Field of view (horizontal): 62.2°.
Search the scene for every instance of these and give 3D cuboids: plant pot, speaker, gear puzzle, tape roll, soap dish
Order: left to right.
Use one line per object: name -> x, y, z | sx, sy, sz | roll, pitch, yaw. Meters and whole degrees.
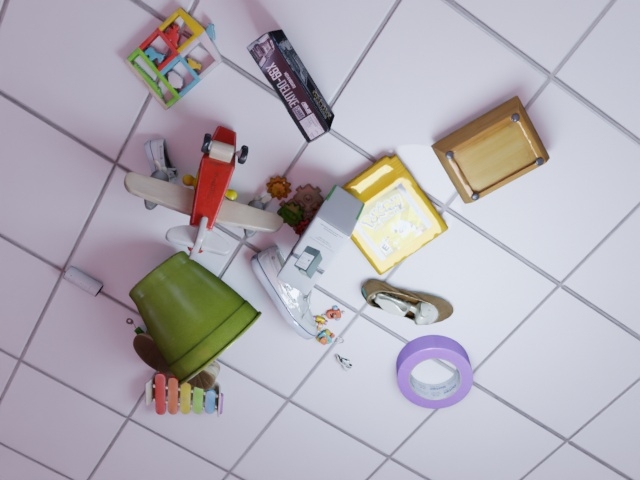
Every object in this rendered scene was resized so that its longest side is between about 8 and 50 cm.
speaker -> -0.879, 0.153, 1.970 | 0.136, 0.055, 0.055 | 33, 112, -9
plant pot -> -0.457, 0.240, 1.833 | 0.366, 0.366, 0.353 | -40, 93, 19
gear puzzle -> -0.046, -0.092, 1.789 | 0.175, 0.044, 0.339 | -40, 104, 19
tape roll -> 0.421, 0.489, 1.974 | 0.275, 0.090, 0.275 | 2, 113, 4
soap dish -> 0.522, -0.264, 1.620 | 0.291, 0.118, 0.229 | -29, 108, 18

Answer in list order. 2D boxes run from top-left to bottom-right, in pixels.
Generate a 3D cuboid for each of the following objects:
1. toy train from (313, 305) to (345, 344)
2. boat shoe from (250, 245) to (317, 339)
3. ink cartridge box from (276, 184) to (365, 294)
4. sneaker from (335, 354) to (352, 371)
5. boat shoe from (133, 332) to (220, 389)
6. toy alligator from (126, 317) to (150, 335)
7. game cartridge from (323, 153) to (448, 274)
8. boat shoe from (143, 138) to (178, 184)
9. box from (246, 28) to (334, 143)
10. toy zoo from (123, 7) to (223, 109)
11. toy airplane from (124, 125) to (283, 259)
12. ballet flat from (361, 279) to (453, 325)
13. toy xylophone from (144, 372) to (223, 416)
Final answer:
toy train -> 0.034, 0.324, 1.961 | 0.125, 0.046, 0.166 | -4, 113, 8
boat shoe -> -0.083, 0.173, 1.872 | 0.156, 0.136, 0.367 | -30, 98, 14
ink cartridge box -> 0.000, 0.000, 1.670 | 0.121, 0.211, 0.289 | 32, 127, -3
sneaker -> 0.090, 0.460, 2.028 | 0.037, 0.032, 0.083 | -35, 111, 4
boat shoe -> -0.546, 0.443, 2.019 | 0.341, 0.110, 0.121 | 32, 115, -5
toy alligator -> -0.685, 0.369, 2.050 | 0.189, 0.056, 0.051 | 51, 149, -16
game cartridge -> 0.215, -0.084, 1.749 | 0.285, 0.052, 0.323 | -36, 106, 12
boat shoe -> -0.511, -0.224, 1.755 | 0.076, 0.083, 0.226 | -12, 111, 12
box -> -0.074, -0.449, 1.530 | 0.076, 0.242, 0.307 | -29, 107, 17
toy zoo -> -0.435, -0.566, 1.628 | 0.293, 0.030, 0.192 | -35, 106, 18
toy airplane -> -0.358, -0.121, 1.680 | 0.384, 0.272, 0.386 | -32, 96, -19
ballet flat -> 0.304, 0.231, 1.853 | 0.342, 0.124, 0.116 | 21, 114, -4
toy xylophone -> -0.539, 0.589, 2.112 | 0.323, 0.081, 0.236 | 1, 113, 5
